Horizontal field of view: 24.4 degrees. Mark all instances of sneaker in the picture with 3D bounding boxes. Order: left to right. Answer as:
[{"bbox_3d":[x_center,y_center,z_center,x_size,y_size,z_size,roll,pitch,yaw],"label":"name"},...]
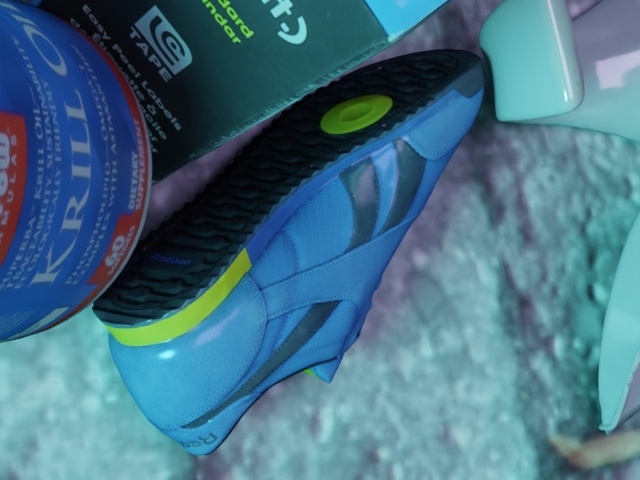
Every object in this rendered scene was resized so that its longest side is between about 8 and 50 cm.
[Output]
[{"bbox_3d":[0.000,0.000,0.600,0.209,0.069,0.082,-44,123,-29],"label":"sneaker"}]

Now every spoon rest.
[{"bbox_3d":[0.173,-0.091,0.696,0.276,0.084,0.137,-8,86,-40],"label":"spoon rest"}]

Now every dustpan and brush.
[{"bbox_3d":[0.181,-0.019,0.630,0.147,0.060,0.211,-29,125,-27],"label":"dustpan and brush"}]

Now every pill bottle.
[{"bbox_3d":[-0.140,-0.023,0.432,0.124,0.221,0.124,0,92,12],"label":"pill bottle"}]

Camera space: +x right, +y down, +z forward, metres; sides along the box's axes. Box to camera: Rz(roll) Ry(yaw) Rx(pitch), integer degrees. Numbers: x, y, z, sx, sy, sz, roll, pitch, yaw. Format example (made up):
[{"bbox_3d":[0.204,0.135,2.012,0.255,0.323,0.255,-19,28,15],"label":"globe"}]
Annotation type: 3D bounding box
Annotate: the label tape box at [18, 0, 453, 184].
[{"bbox_3d":[-0.039,-0.168,0.453,0.106,0.334,0.240,-40,99,-26],"label":"label tape box"}]
